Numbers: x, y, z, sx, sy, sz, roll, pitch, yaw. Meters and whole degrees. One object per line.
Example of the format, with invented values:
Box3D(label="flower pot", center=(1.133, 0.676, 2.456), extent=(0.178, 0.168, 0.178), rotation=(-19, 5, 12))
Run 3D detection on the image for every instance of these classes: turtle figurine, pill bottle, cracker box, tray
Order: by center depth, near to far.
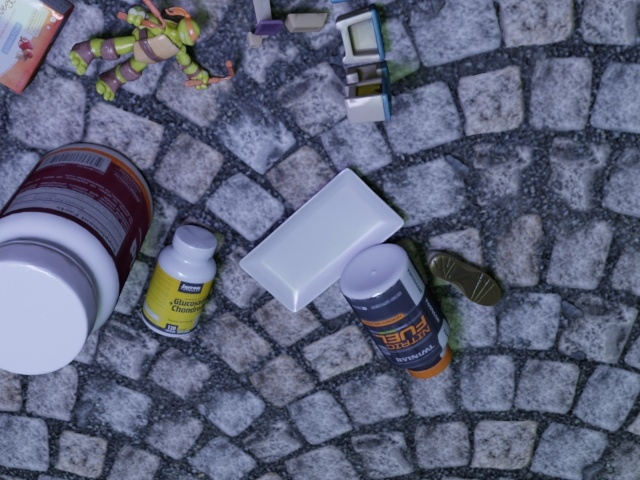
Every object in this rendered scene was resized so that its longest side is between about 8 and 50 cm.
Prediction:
Box3D(label="turtle figurine", center=(-0.271, -0.304, 1.517), extent=(0.217, 0.087, 0.269), rotation=(-16, 155, 20))
Box3D(label="cracker box", center=(-0.525, -0.358, 1.535), extent=(0.232, 0.067, 0.155), rotation=(32, 114, -12))
Box3D(label="pill bottle", center=(-0.405, 0.020, 1.543), extent=(0.224, 0.392, 0.224), rotation=(1, 118, 3))
Box3D(label="pill bottle", center=(0.141, 0.132, 1.709), extent=(0.130, 0.130, 0.245), rotation=(-24, 125, 15))
Box3D(label="tray", center=(0.000, 0.000, 1.714), extent=(0.270, 0.030, 0.145), rotation=(-40, 110, 21))
Box3D(label="pill bottle", center=(-0.241, 0.070, 1.723), extent=(0.103, 0.103, 0.184), rotation=(19, 118, -6))

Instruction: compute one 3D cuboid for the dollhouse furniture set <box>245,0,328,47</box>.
Box3D(label="dollhouse furniture set", center=(-0.055, -0.355, 1.543), extent=(0.114, 0.091, 0.081), rotation=(-5, 77, -18))

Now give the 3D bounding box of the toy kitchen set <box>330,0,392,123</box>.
Box3D(label="toy kitchen set", center=(0.083, -0.302, 1.473), extent=(0.122, 0.166, 0.207), rotation=(-10, 117, 8))

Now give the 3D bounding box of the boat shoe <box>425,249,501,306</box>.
Box3D(label="boat shoe", center=(0.249, 0.063, 1.731), extent=(0.153, 0.048, 0.056), rotation=(27, 104, -18))
